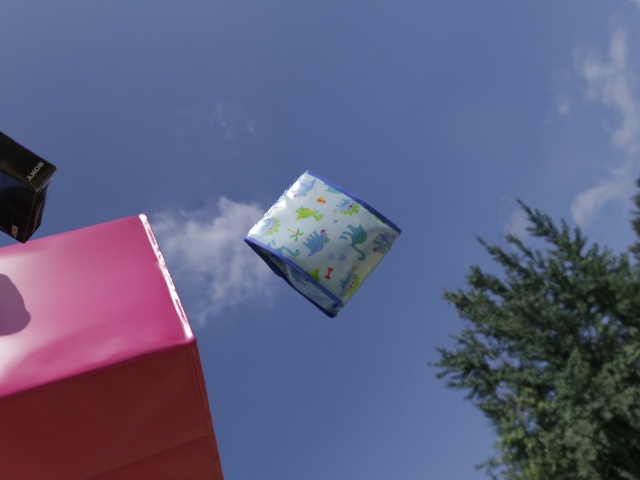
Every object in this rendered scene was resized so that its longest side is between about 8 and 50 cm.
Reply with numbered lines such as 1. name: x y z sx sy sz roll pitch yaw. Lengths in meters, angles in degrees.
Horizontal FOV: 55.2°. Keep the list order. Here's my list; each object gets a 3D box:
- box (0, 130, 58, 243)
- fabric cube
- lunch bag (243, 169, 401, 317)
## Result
1. box: -0.281 -0.067 0.454 0.162 0.116 0.029 33 -122 -15
2. fabric cube: -0.266 0.161 0.643 0.258 0.254 0.259 -16 -56 -19
3. lunch bag: 0.000 0.000 0.767 0.129 0.151 0.096 -50 -6 -20
